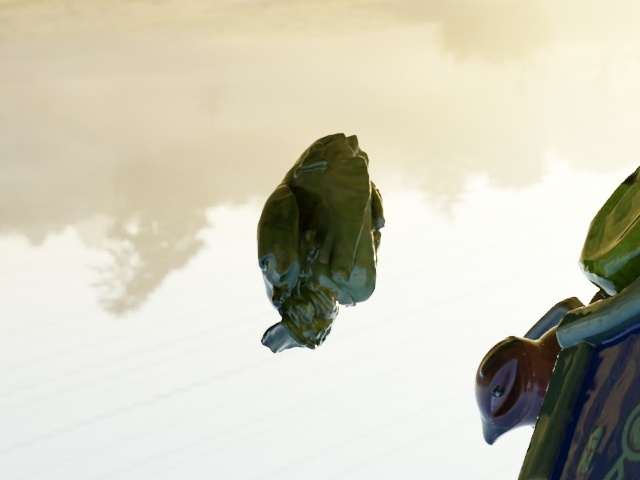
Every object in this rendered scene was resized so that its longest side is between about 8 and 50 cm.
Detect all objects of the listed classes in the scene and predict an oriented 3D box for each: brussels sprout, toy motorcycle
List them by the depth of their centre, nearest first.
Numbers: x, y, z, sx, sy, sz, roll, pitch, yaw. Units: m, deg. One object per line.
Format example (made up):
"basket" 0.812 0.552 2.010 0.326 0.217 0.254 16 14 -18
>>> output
"toy motorcycle" 0.229 0.102 0.749 0.191 0.326 0.200 35 155 -10
"brussels sprout" -0.003 -0.001 1.079 0.100 0.181 0.139 0 153 -6

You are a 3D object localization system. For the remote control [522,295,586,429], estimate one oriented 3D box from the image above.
"remote control" 0.283 0.189 1.228 0.038 0.285 0.123 -14 148 -51

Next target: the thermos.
"thermos" 0.288 0.110 1.128 0.330 0.109 0.136 1 141 -17
